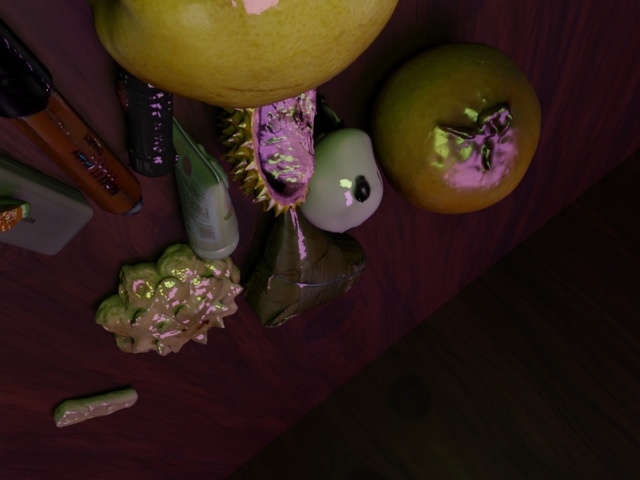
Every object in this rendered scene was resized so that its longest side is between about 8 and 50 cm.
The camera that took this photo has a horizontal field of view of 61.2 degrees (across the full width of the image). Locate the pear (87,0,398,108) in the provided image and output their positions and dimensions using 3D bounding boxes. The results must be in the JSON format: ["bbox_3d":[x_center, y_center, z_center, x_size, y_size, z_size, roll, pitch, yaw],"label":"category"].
[{"bbox_3d":[-0.077,-0.281,0.517,0.314,0.314,0.314,-31,152,-19],"label":"pear"}]

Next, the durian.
[{"bbox_3d":[-0.093,-0.163,0.812,0.154,0.186,0.260,-20,116,-34],"label":"durian"}]

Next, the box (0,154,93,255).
[{"bbox_3d":[-0.415,-0.054,0.691,0.103,0.055,0.244,-43,153,5],"label":"box"}]

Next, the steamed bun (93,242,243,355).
[{"bbox_3d":[-0.285,0.137,1.069,0.292,0.137,0.295,-35,155,-3],"label":"steamed bun"}]

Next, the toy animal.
[{"bbox_3d":[0.008,-0.125,0.949,0.165,0.235,0.187,-35,154,-24],"label":"toy animal"}]

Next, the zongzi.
[{"bbox_3d":[0.000,0.000,1.225,0.323,0.160,0.360,-26,144,-39],"label":"zongzi"}]

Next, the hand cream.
[{"bbox_3d":[-0.193,-0.067,0.891,0.093,0.147,0.306,-31,158,-17],"label":"hand cream"}]

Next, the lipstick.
[{"bbox_3d":[-0.325,-0.144,0.650,0.077,0.077,0.418,-37,154,-8],"label":"lipstick"}]

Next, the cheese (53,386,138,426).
[{"bbox_3d":[-0.512,0.380,1.241,0.194,0.043,0.065,1,131,-54],"label":"cheese"}]

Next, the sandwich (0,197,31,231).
[{"bbox_3d":[-0.409,-0.016,0.621,0.135,0.067,0.029,-33,132,-38],"label":"sandwich"}]

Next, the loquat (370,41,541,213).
[{"bbox_3d":[0.252,-0.215,1.068,0.328,0.328,0.359,-39,-163,-4],"label":"loquat"}]

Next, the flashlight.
[{"bbox_3d":[-0.229,-0.180,0.713,0.093,0.093,0.232,-23,152,-31],"label":"flashlight"}]
